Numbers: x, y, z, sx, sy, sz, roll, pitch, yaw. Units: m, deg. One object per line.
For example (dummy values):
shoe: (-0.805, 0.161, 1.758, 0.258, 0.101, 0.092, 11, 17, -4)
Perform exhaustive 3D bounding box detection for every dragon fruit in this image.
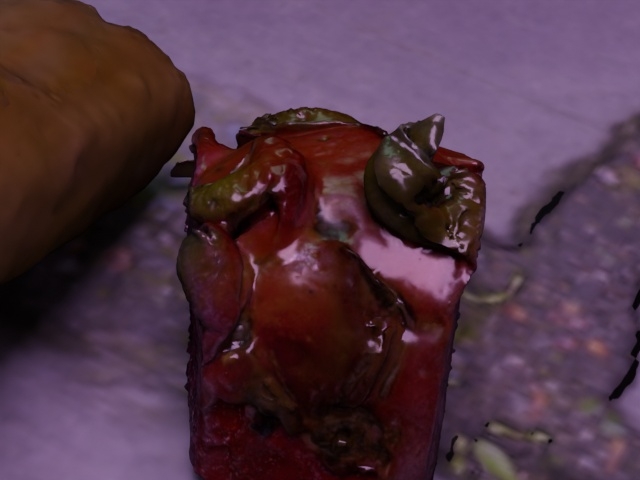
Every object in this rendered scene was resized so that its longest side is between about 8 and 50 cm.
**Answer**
dragon fruit: (0.000, 0.000, 0.496, 0.102, 0.096, 0.147, -2, 47, 0)

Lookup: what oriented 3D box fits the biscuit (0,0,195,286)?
biscuit: (-0.316, -0.033, 0.428, 0.429, 0.104, 0.446, 21, 30, 15)
